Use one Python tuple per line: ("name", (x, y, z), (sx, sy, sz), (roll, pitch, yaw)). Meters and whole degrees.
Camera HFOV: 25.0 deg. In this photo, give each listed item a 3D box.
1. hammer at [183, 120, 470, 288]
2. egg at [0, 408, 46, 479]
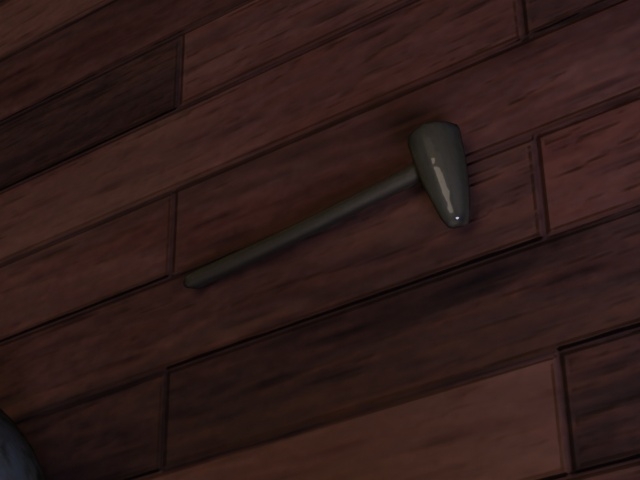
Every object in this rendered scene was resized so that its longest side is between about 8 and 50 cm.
("hammer", (0.000, 0.000, 0.800), (0.195, 0.028, 0.060), (-26, 58, 31))
("egg", (-0.228, 0.185, 0.778), (0.169, 0.169, 0.231), (-15, 69, 33))
